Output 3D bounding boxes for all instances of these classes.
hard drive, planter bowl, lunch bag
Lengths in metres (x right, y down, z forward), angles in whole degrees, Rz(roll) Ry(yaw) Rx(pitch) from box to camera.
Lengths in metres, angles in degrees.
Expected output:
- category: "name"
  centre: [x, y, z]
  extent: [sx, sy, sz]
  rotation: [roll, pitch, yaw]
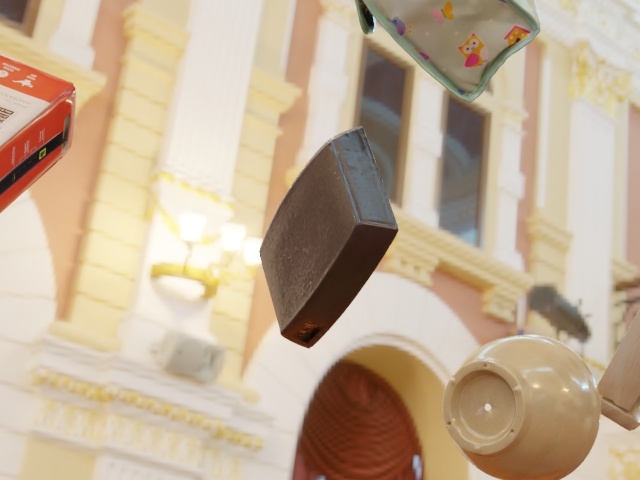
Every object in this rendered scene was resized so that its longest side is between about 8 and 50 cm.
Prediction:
- category: "hard drive"
  centre: [0.000, 0.000, 1.440]
  extent: [0.054, 0.172, 0.254]
  rotation: [2, -37, -28]
- category: "planter bowl"
  centre: [0.194, 0.175, 1.246]
  extent: [0.162, 0.162, 0.109]
  rotation: [-11, -14, 35]
- category: "lunch bag"
  centre: [0.130, -0.318, 1.468]
  extent: [0.262, 0.223, 0.160]
  rotation: [37, -67, -10]

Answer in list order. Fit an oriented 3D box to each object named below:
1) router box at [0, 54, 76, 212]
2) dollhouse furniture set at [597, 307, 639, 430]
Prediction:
- category: "router box"
  centre: [-0.442, -0.100, 1.074]
  extent: [0.336, 0.301, 0.082]
  rotation: [22, -51, 10]
- category: "dollhouse furniture set"
  centre: [0.577, 0.186, 1.472]
  extent: [0.394, 0.256, 0.362]
  rotation: [31, 15, 22]
